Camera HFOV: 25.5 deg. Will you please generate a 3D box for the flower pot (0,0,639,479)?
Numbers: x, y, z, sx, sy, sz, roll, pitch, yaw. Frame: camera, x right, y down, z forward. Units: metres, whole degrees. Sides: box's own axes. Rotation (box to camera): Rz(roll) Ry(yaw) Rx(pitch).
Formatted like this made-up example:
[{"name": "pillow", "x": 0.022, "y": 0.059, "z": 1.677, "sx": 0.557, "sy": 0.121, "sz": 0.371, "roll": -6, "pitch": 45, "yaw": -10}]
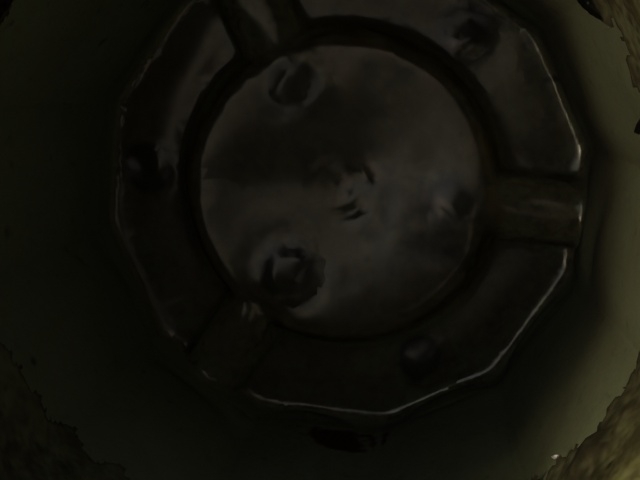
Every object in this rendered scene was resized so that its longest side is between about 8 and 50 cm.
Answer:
[{"name": "flower pot", "x": 0.000, "y": 0.000, "z": 0.419, "sx": 0.290, "sy": 0.259, "sz": 0.290, "roll": 1, "pitch": -84, "yaw": 6}]
